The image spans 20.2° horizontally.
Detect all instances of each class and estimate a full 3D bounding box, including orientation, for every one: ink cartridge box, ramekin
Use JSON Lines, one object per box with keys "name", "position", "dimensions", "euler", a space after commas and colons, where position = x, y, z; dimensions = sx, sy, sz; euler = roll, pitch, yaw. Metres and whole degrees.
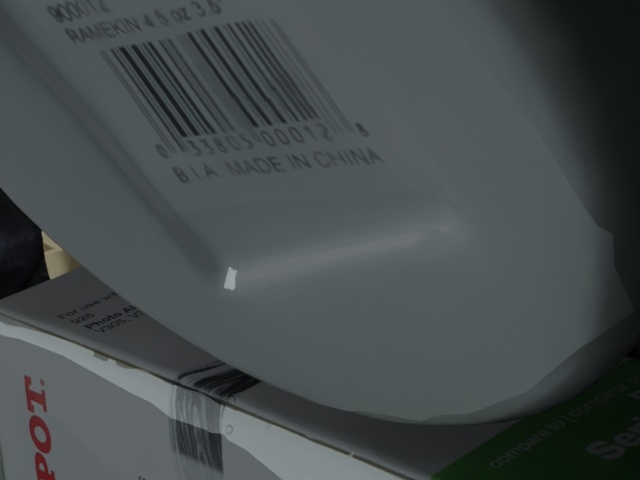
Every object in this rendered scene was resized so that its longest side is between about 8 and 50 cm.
{"name": "ink cartridge box", "position": [0.018, 0.131, 0.657], "dimensions": [0.289, 0.121, 0.211], "euler": [18, 121, 40]}
{"name": "ramekin", "position": [0.003, -0.077, 0.487], "dimensions": [0.135, 0.277, 0.277], "euler": [-52, -19, -29]}

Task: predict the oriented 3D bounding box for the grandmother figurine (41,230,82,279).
{"name": "grandmother figurine", "position": [0.000, 0.000, 0.979], "dimensions": [0.342, 0.207, 0.104], "euler": [-3, -61, -66]}
